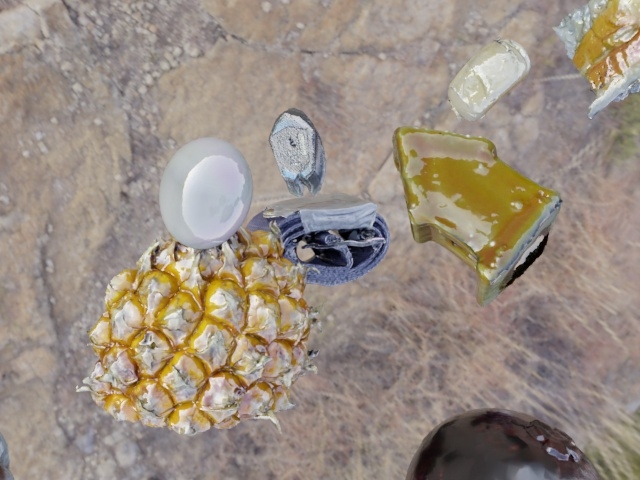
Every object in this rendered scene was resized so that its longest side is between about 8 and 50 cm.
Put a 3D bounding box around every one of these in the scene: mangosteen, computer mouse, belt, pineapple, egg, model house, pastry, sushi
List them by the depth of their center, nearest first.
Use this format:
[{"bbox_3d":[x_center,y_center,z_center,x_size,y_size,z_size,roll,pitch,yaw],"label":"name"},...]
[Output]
[{"bbox_3d":[0.181,0.310,0.985,0.228,0.228,0.265,18,110,-38],"label":"mangosteen"},{"bbox_3d":[-0.129,-0.051,1.033,0.103,0.103,0.135,-4,127,-31],"label":"egg"},{"bbox_3d":[-0.108,0.085,1.153,0.344,0.209,0.286,-22,130,-40],"label":"pineapple"},{"bbox_3d":[0.412,-0.274,1.170,0.274,0.184,0.139,-29,86,-28],"label":"sushi"},{"bbox_3d":[0.184,-0.040,1.232,0.173,0.239,0.268,-50,165,-8],"label":"model house"},{"bbox_3d":[-0.029,-0.132,1.380,0.047,0.079,0.135,-21,102,-58],"label":"computer mouse"},{"bbox_3d":[0.000,0.000,1.467,0.230,0.126,0.140,-6,99,-33],"label":"belt"},{"bbox_3d":[0.293,-0.282,1.624,0.166,0.166,0.088,-40,86,-7],"label":"pastry"}]

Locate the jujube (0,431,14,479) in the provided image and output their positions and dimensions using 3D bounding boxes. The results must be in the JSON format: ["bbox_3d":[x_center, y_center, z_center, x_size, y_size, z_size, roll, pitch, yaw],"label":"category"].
[{"bbox_3d":[-0.612,0.379,1.394,0.308,0.215,0.246,-26,179,21],"label":"jujube"}]
